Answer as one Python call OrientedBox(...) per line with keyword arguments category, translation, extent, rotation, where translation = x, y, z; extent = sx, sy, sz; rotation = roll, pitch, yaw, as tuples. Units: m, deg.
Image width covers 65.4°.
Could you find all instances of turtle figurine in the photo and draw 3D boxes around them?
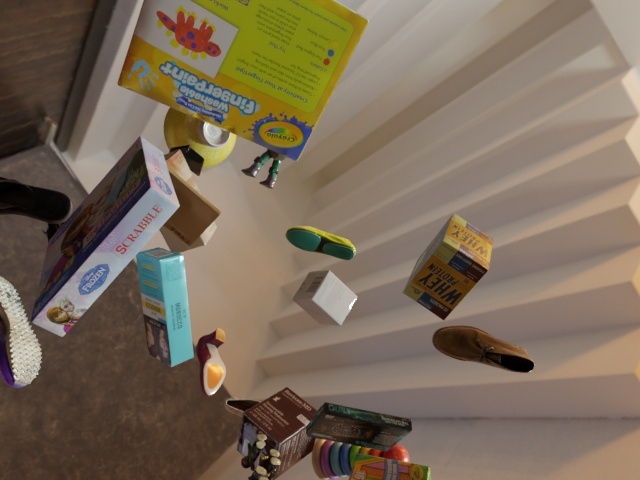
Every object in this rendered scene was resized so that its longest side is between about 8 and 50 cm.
OrientedBox(category="turtle figurine", translation=(-0.143, -0.288, 1.557), extent=(0.234, 0.175, 0.118), rotation=(-63, -161, -8))

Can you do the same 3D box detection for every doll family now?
OrientedBox(category="doll family", translation=(-0.127, 0.518, 1.058), extent=(0.111, 0.076, 0.193), rotation=(-58, -160, 25))

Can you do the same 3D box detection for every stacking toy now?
OrientedBox(category="stacking toy", translation=(0.141, 0.729, 1.668), extent=(0.330, 0.141, 0.141), rotation=(-13, -166, 29))

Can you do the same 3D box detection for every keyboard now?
OrientedBox(category="keyboard", translation=(-0.770, -0.026, 1.479), extent=(0.100, 0.192, 0.038), rotation=(-26, 159, 4))

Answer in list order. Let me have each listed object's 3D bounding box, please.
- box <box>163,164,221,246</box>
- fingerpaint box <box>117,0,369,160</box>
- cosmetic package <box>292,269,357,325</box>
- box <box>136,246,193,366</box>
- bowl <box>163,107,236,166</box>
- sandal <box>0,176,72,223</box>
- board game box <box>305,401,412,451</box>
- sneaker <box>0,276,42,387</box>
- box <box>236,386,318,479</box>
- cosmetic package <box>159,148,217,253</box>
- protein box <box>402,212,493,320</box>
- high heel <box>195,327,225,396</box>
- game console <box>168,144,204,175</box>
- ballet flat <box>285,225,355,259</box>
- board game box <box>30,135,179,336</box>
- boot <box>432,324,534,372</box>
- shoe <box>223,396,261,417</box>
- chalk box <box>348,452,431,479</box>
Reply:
OrientedBox(category="box", translation=(-0.405, -0.094, 1.419), extent=(0.164, 0.201, 0.021), rotation=(-41, -166, 28))
OrientedBox(category="fingerpaint box", translation=(-0.179, -0.448, 1.151), extent=(0.371, 0.445, 0.163), rotation=(-61, -158, 24))
OrientedBox(category="cosmetic package", translation=(0.018, 0.237, 2.051), extent=(0.151, 0.183, 0.151), rotation=(-9, -139, 55))
OrientedBox(category="box", translation=(-0.343, 0.144, 1.098), extent=(0.100, 0.244, 0.060), rotation=(11, -161, 40))
OrientedBox(category="bowl", translation=(-0.427, -0.416, 1.890), extent=(0.289, 0.289, 0.156), rotation=(-35, -151, -29))
OrientedBox(category="sandal", translation=(-0.683, -0.098, 1.089), extent=(0.255, 0.097, 0.054), rotation=(6, 159, -14))
OrientedBox(category="board game box", translation=(0.076, 0.384, 1.022), extent=(0.126, 0.186, 0.026), rotation=(117, -16, -45))
OrientedBox(category="sneaker", translation=(-0.779, 0.239, 1.186), extent=(0.146, 0.293, 0.102), rotation=(-32, 156, -3))
OrientedBox(category="box", translation=(-0.133, 0.616, 1.602), extent=(0.203, 0.168, 0.167), rotation=(-17, 126, -49))
OrientedBox(category="cosmetic package", translation=(-0.468, -0.124, 1.617), extent=(0.129, 0.296, 0.153), rotation=(-15, -155, 12))
OrientedBox(category="protein box", translation=(0.352, 0.068, 1.370), extent=(0.200, 0.136, 0.201), rotation=(-59, 175, 32))
OrientedBox(category="high heel", translation=(-0.358, 0.388, 1.537), extent=(0.117, 0.082, 0.244), rotation=(-37, -143, 24))
OrientedBox(category="game console", translation=(-0.476, -0.276, 1.746), extent=(0.107, 0.071, 0.122), rotation=(-8, -142, 4))
OrientedBox(category="ballet flat", translation=(0.000, 0.000, 1.536), extent=(0.077, 0.231, 0.077), rotation=(-94, -154, -55))
OrientedBox(category="board game box", translation=(-0.419, -0.029, 0.971), extent=(0.318, 0.066, 0.318), rotation=(-47, -146, 5))
OrientedBox(category="boot", translation=(0.498, 0.333, 1.521), extent=(0.115, 0.305, 0.112), rotation=(18, 86, -83))
OrientedBox(category="shoe", translation=(-0.265, 0.650, 1.906), extent=(0.058, 0.219, 0.076), rotation=(109, -4, -54))
OrientedBox(category="chalk box", translation=(0.223, 0.753, 1.409), extent=(0.289, 0.180, 0.179), rotation=(4, -159, 16))
